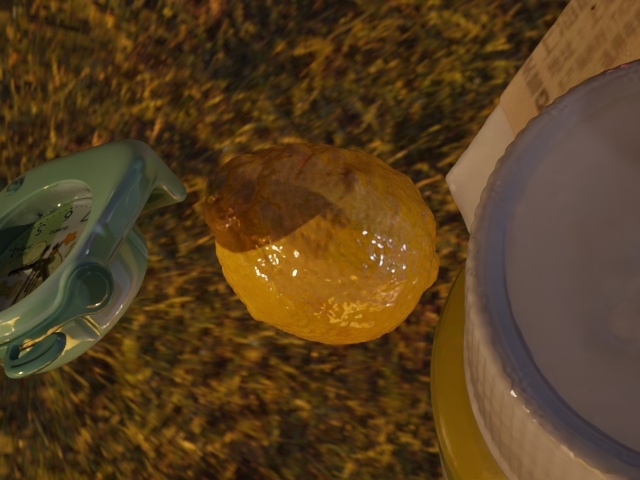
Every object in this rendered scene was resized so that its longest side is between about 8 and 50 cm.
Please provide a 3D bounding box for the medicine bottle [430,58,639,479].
[{"bbox_3d":[0.165,0.075,0.787,0.224,0.384,0.224,-2,70,5],"label":"medicine bottle"}]

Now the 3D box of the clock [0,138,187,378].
[{"bbox_3d":[-0.178,0.023,1.063,0.060,0.148,0.188,50,46,-32],"label":"clock"}]

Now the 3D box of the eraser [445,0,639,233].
[{"bbox_3d":[0.211,-0.114,0.855,0.144,0.343,0.078,5,48,-32],"label":"eraser"}]

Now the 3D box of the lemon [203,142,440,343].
[{"bbox_3d":[0.000,0.000,1.163,0.187,0.142,0.142,24,83,-20],"label":"lemon"}]
